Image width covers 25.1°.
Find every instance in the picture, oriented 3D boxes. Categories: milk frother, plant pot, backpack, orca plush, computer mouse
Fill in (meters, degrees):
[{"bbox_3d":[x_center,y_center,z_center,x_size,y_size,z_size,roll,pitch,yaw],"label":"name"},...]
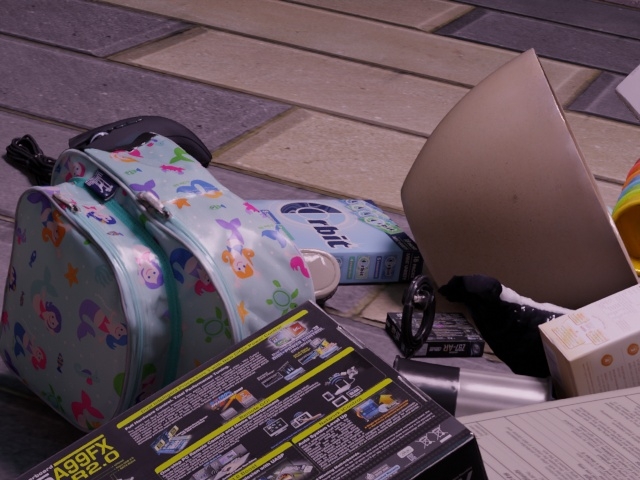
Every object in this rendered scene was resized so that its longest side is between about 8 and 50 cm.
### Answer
[{"bbox_3d":[0.128,0.112,1.223,0.135,0.143,0.129,7,14,4],"label":"milk frother"},{"bbox_3d":[0.197,-0.033,1.516,0.191,0.284,0.284,-25,18,12],"label":"plant pot"},{"bbox_3d":[-0.133,0.054,1.172,0.253,0.225,0.191,32,34,27],"label":"backpack"},{"bbox_3d":[0.238,0.115,1.278,0.287,0.151,0.102,34,43,-35],"label":"orca plush"},{"bbox_3d":[-0.240,-0.109,1.767,0.262,0.060,0.184,-3,23,-26],"label":"computer mouse"}]

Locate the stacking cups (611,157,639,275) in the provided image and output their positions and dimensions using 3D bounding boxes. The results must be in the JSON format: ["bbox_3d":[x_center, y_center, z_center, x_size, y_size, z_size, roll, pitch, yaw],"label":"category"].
[{"bbox_3d":[0.411,-0.046,1.818,0.096,0.096,0.316,12,19,9],"label":"stacking cups"}]

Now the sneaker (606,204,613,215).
[{"bbox_3d":[0.323,-0.043,1.834,0.069,0.038,0.098,-3,23,-28],"label":"sneaker"}]

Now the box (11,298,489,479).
[{"bbox_3d":[-0.055,0.170,0.973,0.270,0.060,0.216,-31,35,-18],"label":"box"}]

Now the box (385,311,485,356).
[{"bbox_3d":[0.114,0.093,1.437,0.083,0.018,0.067,1,22,-19],"label":"box"}]

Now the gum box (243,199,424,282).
[{"bbox_3d":[0.000,0.000,1.603,0.184,0.041,0.157,-2,23,-22],"label":"gum box"}]

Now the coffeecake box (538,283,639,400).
[{"bbox_3d":[0.294,0.107,1.211,0.185,0.142,0.068,-22,28,-6],"label":"coffeecake box"}]

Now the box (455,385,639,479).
[{"bbox_3d":[0.223,0.198,1.070,0.311,0.121,0.148,-5,25,-29],"label":"box"}]

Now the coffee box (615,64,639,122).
[{"bbox_3d":[0.552,-0.089,1.301,0.338,0.337,0.334,30,22,-40],"label":"coffee box"}]

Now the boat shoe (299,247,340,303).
[{"bbox_3d":[-0.085,0.044,1.465,0.206,0.075,0.065,0,-21,-6],"label":"boat shoe"}]
